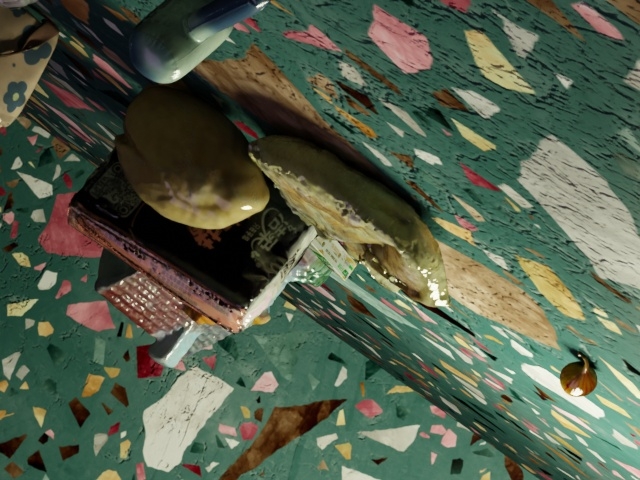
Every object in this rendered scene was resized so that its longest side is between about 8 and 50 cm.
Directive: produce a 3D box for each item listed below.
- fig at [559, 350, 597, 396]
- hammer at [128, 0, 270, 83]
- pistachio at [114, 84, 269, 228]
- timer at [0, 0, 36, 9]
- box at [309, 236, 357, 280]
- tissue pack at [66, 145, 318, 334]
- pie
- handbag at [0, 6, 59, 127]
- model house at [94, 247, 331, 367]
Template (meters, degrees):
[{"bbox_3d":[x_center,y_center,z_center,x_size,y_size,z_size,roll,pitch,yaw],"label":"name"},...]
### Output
[{"bbox_3d":[0.343,0.175,1.795,0.050,0.050,0.083,33,152,22],"label":"fig"},{"bbox_3d":[-0.103,-0.215,1.300,0.194,0.116,0.069,-13,118,54],"label":"hammer"},{"bbox_3d":[-0.182,-0.115,1.892,0.181,0.162,0.293,5,-158,-42],"label":"pistachio"},{"bbox_3d":[-0.474,-0.396,1.851,0.208,0.069,0.190,41,168,-23],"label":"timer"},{"bbox_3d":[0.000,0.000,2.206,0.050,0.041,0.207,31,170,33],"label":"box"},{"bbox_3d":[-0.184,-0.030,2.027,0.332,0.245,0.123,32,150,11],"label":"tissue pack"},{"bbox_3d":[0.040,-0.034,1.761,0.337,0.075,0.337,41,171,7],"label":"pie"},{"bbox_3d":[-0.551,-0.325,2.129,0.190,0.193,0.251,36,176,46],"label":"handbag"},{"bbox_3d":[-0.210,0.043,2.294,0.297,0.339,0.360,33,171,32],"label":"model house"}]
